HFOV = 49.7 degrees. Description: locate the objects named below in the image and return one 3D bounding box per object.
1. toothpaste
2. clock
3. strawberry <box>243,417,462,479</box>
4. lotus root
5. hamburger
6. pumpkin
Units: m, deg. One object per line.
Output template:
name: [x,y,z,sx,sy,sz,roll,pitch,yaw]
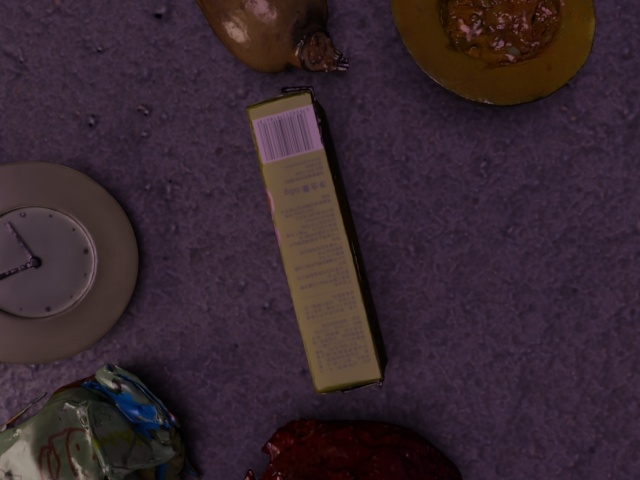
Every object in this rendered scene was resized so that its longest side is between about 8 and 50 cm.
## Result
toothpaste: [0.000,0.000,0.771,0.077,0.110,0.327,-14,89,6]
clock: [-0.332,0.025,0.805,0.235,0.029,0.235,1,87,-20]
strawberry: [0.032,0.313,0.717,0.274,0.220,0.274,0,87,5]
lotus root: [-0.059,-0.260,0.776,0.125,0.118,0.221,-43,82,23]
hamburger: [-0.271,0.296,0.793,0.260,0.150,0.276,-19,89,9]
pumpkin: [0.183,-0.234,0.754,0.217,0.110,0.217,0,79,2]
